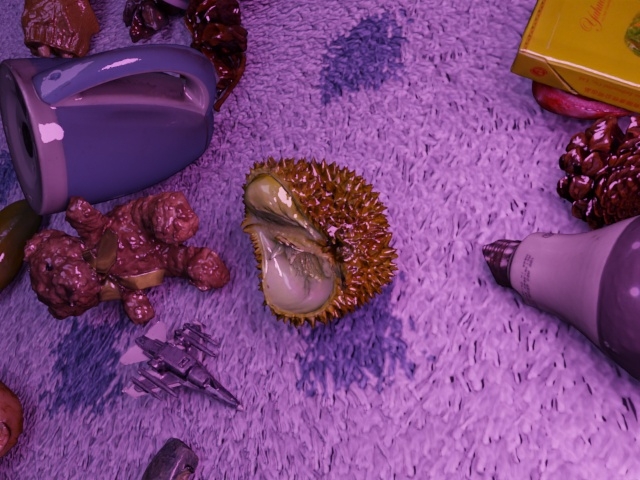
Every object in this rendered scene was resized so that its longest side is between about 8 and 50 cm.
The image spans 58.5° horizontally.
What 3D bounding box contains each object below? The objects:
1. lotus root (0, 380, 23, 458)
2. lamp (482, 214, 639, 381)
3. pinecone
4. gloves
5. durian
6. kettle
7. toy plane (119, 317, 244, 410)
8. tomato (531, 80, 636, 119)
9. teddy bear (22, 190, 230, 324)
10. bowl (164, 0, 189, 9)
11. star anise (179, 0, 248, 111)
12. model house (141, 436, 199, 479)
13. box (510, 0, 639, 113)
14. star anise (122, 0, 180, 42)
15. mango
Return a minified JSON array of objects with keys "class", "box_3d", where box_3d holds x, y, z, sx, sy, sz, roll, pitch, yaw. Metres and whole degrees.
[{"class":"lotus root","box_3d":[-0.646,0.304,1.014,0.284,0.146,0.160,12,51,37]},{"class":"lamp","box_3d":[0.300,0.040,0.583,0.313,0.182,0.182,18,75,35]},{"class":"pinecone","box_3d":[0.338,-0.080,0.659,0.140,0.140,0.121,-31,26,12]},{"class":"gloves","box_3d":[-0.689,-0.612,1.510,0.203,0.155,0.357,-14,62,27]},{"class":"durian","box_3d":[-0.001,-0.003,0.772,0.237,0.176,0.200,63,147,23]},{"class":"kettle","box_3d":[-0.332,-0.212,0.978,0.319,0.341,0.247,-42,69,53]},{"class":"toy plane","box_3d":[-0.210,0.189,0.866,0.234,0.083,0.160,16,48,35]},{"class":"tomato","box_3d":[0.357,-0.214,0.733,0.173,0.099,0.190,8,67,9]},{"class":"teddy bear","box_3d":[-0.328,0.035,0.924,0.296,0.247,0.222,10,44,43]},{"class":"bowl","box_3d":[-0.285,-0.598,1.220,0.157,0.345,0.346,-58,45,34]},{"class":"star anise","box_3d":[-0.215,-0.382,1.143,0.190,0.125,0.220,29,110,37]},{"class":"model house","box_3d":[-0.205,0.330,0.808,0.078,0.066,0.083,-4,45,40]},{"class":"box","box_3d":[0.409,-0.222,0.654,0.334,0.047,0.187,22,71,11]},{"class":"star anise","box_3d":[-0.396,-0.559,1.365,0.212,0.073,0.197,-24,53,20]},{"class":"mango","box_3d":[-0.687,0.013,1.225,0.137,0.091,0.238,8,64,27]}]
